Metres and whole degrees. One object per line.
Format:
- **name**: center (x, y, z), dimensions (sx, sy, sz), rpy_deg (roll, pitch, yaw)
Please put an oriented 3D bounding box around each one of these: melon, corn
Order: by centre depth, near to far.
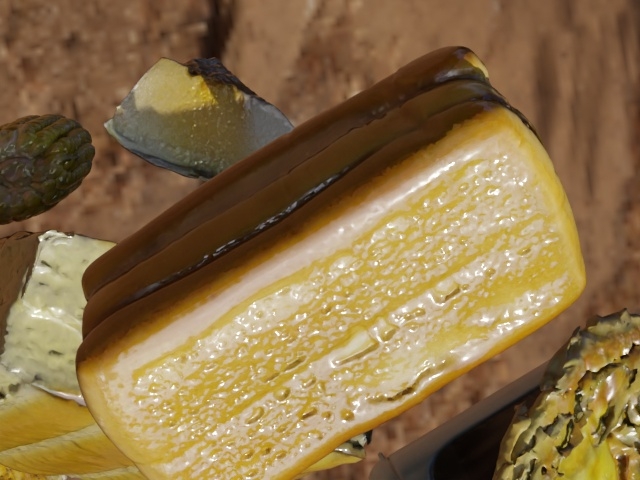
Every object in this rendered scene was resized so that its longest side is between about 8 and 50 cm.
- **corn**: center (-0.188, -0.047, 1.226), dimensions (0.063, 0.085, 0.165), rpy_deg (44, 0, -4)
- **melon**: center (-0.083, -0.110, 1.704), dimensions (0.139, 0.203, 0.093), rpy_deg (-64, 171, -71)

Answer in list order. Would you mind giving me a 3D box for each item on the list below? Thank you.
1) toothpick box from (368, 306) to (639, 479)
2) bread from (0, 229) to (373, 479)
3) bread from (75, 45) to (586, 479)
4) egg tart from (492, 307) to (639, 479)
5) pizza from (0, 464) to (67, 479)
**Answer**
- **toothpick box**: center (0.244, 0.201, 1.556), dimensions (0.263, 0.355, 0.263), rpy_deg (58, -1, 2)
- **bread**: center (-0.116, 0.081, 1.126), dimensions (0.239, 0.246, 0.111), rpy_deg (16, 72, -26)
- **bread**: center (0.001, 0.017, 0.731), dimensions (0.116, 0.200, 0.077), rpy_deg (54, 6, -47)
- **egg tart**: center (0.178, 0.168, 1.116), dimensions (0.232, 0.098, 0.252), rpy_deg (9, 82, -30)
- **pizza**: center (-0.290, 0.286, 1.583), dimensions (0.223, 0.089, 0.323), rpy_deg (-6, 87, -65)
